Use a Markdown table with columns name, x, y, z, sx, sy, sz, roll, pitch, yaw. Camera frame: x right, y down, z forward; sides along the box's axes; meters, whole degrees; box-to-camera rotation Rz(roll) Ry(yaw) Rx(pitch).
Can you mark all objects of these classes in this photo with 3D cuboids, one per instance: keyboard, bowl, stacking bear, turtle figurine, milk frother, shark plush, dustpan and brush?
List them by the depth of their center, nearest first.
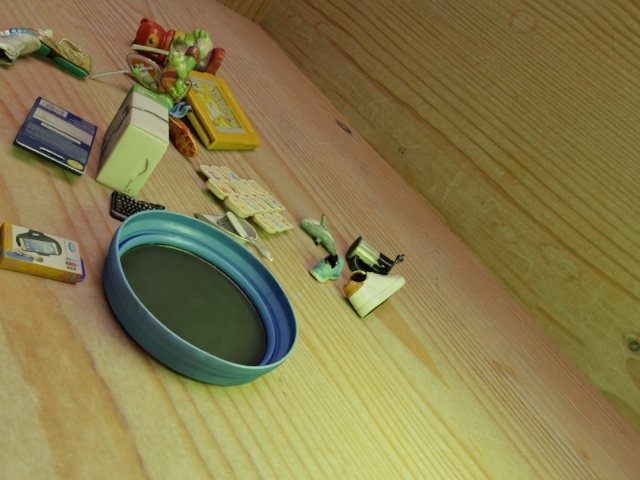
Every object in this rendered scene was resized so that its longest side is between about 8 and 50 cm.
| name | x | y | z | sx | sy | sz | roll | pitch | yaw |
| --- | --- | --- | --- | --- | --- | --- | --- | --- | --- |
| bowl | -0.219 | 0.103 | 1.054 | 0.391 | 0.077 | 0.391 | 34 | 22 | -16 |
| keyboard | -0.359 | -0.054 | 1.197 | 0.180 | 0.023 | 0.108 | 28 | 25 | -33 |
| dustpan and brush | -0.188 | -0.010 | 1.346 | 0.211 | 0.060 | 0.147 | 51 | 23 | 23 |
| turtle figurine | -0.433 | -0.503 | 1.553 | 0.274 | 0.198 | 0.266 | 31 | 53 | -14 |
| shark plush | 0.000 | 0.000 | 1.704 | 0.067 | 0.073 | 0.161 | -26 | 89 | -47 |
| milk frother | 0.170 | 0.048 | 1.734 | 0.134 | 0.143 | 0.129 | 37 | 26 | -10 |
| stacking bear | -0.503 | -0.663 | 1.966 | 0.288 | 0.175 | 0.164 | 22 | 24 | -24 |

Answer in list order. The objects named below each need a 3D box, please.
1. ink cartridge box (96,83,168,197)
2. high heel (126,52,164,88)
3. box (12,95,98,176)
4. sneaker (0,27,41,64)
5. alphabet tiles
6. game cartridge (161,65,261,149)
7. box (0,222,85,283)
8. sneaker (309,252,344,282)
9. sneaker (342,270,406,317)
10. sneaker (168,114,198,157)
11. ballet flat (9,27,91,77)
| name | x | y | z | sx | sy | sz | roll | pitch | yaw |
| --- | --- | --- | --- | --- | --- | --- | --- | --- | --- |
| ink cartridge box | -0.413 | -0.224 | 1.244 | 0.092 | 0.160 | 0.219 | 27 | 25 | -30 |
| high heel | -0.501 | -0.518 | 1.776 | 0.244 | 0.082 | 0.117 | 28 | 23 | -30 |
| box | -0.545 | -0.211 | 1.163 | 0.136 | 0.036 | 0.225 | 28 | 23 | -29 |
| sneaker | -0.716 | -0.436 | 1.288 | 0.083 | 0.071 | 0.190 | 50 | 29 | 2 |
| alphabet tiles | -0.202 | -0.122 | 1.563 | 0.278 | 0.021 | 0.284 | 43 | 16 | 11 |
| game cartridge | -0.337 | -0.424 | 1.820 | 0.285 | 0.052 | 0.323 | 59 | 23 | 3 |
| box | -0.441 | 0.023 | 0.900 | 0.136 | 0.028 | 0.081 | 18 | 30 | -41 |
| sneaker | 0.035 | 0.069 | 1.556 | 0.063 | 0.073 | 0.162 | 45 | 21 | 10 |
| sneaker | 0.156 | 0.122 | 1.612 | 0.123 | 0.106 | 0.290 | 49 | 24 | 12 |
| sneaker | -0.383 | -0.297 | 1.568 | 0.175 | 0.064 | 0.067 | 51 | 27 | 23 |
| ballet flat | -0.680 | -0.493 | 1.429 | 0.206 | 0.073 | 0.067 | 28 | 67 | -45 |
